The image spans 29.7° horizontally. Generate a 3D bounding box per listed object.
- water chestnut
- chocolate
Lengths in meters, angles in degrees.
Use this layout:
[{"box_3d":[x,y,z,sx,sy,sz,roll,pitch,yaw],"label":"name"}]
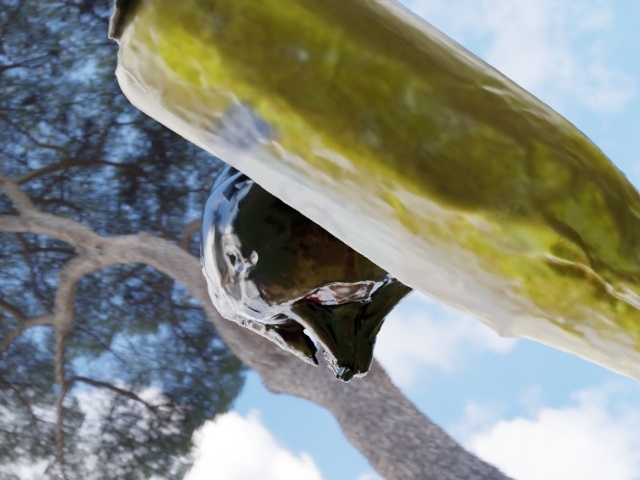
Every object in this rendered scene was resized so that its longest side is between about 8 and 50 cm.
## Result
[{"box_3d":[0.000,0.000,1.316,0.289,0.289,0.244,-31,-63,-30],"label":"water chestnut"},{"box_3d":[0.081,-0.047,0.753,0.445,0.162,0.162,33,-111,8],"label":"chocolate"}]
